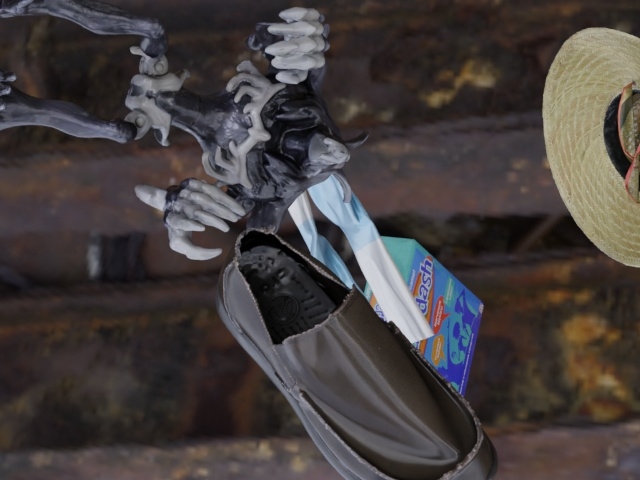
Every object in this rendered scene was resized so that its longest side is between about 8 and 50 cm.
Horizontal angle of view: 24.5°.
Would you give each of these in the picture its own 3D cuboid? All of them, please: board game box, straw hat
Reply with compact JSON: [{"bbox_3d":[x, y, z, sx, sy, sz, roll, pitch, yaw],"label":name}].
[{"bbox_3d":[0.103,0.106,1.559,0.047,0.160,0.210,5,163,29],"label":"board game box"},{"bbox_3d":[0.189,-0.056,0.812,0.061,0.144,0.144,-17,155,-23],"label":"straw hat"}]

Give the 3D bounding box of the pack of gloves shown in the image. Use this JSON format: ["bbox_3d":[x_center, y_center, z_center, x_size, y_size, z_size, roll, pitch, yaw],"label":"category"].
[{"bbox_3d":[0.000,0.000,1.298,0.046,0.232,0.195,-27,178,-16],"label":"pack of gloves"}]

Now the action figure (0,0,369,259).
[{"bbox_3d":[-0.067,-0.072,0.883,0.276,0.164,0.141,16,-173,-30],"label":"action figure"}]

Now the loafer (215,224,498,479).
[{"bbox_3d":[0.010,0.072,0.856,0.220,0.080,0.078,39,161,27],"label":"loafer"}]
